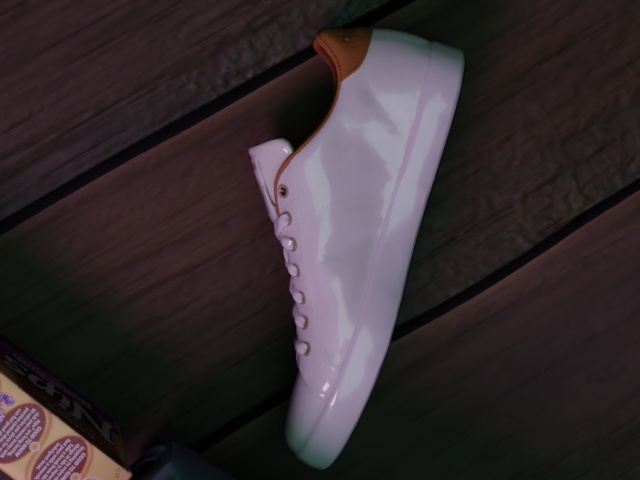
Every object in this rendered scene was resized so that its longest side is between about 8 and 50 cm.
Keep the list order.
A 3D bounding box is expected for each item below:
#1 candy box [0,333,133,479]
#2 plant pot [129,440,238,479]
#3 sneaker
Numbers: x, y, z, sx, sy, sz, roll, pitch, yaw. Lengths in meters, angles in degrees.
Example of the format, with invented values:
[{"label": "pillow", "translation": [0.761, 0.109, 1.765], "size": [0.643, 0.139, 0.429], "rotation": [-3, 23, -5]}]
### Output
[{"label": "candy box", "translation": [-0.208, 0.096, 1.000], "size": [0.187, 0.109, 0.053], "rotation": [39, 90, -15]}, {"label": "plant pot", "translation": [-0.042, 0.321, 0.979], "size": [0.334, 0.341, 0.341], "rotation": [40, 90, -8]}, {"label": "sneaker", "translation": [0.000, 0.000, 1.041], "size": [0.123, 0.106, 0.290], "rotation": [15, 89, -5]}]
